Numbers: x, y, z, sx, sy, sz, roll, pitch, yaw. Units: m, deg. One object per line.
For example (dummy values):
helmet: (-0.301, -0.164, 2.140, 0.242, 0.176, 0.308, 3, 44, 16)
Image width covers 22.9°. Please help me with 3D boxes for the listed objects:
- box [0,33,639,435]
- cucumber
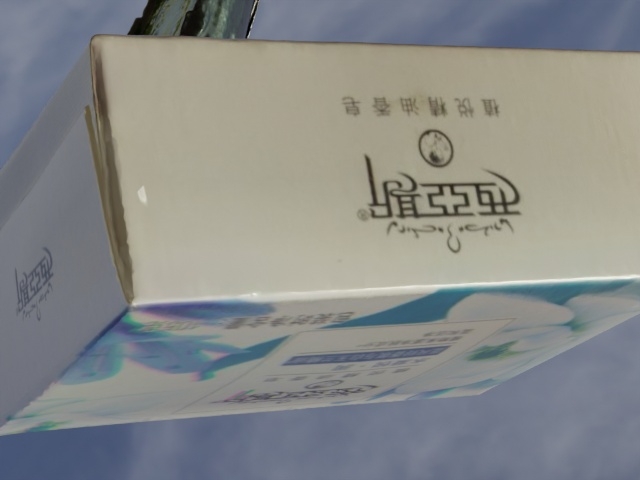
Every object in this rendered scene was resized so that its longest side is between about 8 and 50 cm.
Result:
box: (0.001, 0.002, 0.707, 0.274, 0.203, 0.116, -2, -108, -28)
cucumber: (-0.089, -0.145, 1.142, 0.115, 0.086, 0.193, -20, -130, 59)
